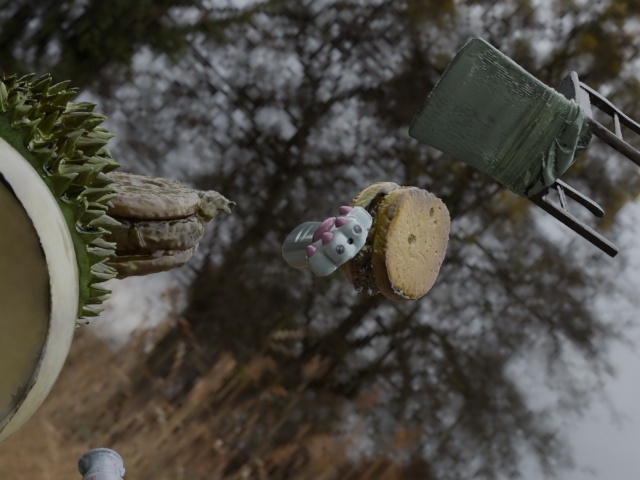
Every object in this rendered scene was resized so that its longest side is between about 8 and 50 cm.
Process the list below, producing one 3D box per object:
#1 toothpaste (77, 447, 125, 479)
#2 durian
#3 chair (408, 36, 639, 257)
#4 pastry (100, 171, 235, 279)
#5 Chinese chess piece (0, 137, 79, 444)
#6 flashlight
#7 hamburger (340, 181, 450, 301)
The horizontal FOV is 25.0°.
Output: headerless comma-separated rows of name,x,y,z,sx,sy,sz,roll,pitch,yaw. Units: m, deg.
toothpaste,-0.233,0.321,1.557,0.057,0.089,0.234,20,28,-23
durian,-0.304,-0.005,1.440,0.394,0.198,0.163,118,-34,-48
chair,0.277,-0.135,1.843,0.319,0.160,0.186,31,23,-8
pastry,-0.277,-0.020,1.995,0.240,0.132,0.235,16,13,34
Chinese chess piece,-0.289,0.034,0.955,0.257,0.257,0.104,45,1,-5
flashlight,0.000,0.000,1.710,0.047,0.093,0.200,43,-13,-12
hamburger,0.102,0.006,2.187,0.118,0.191,0.182,5,-36,38
